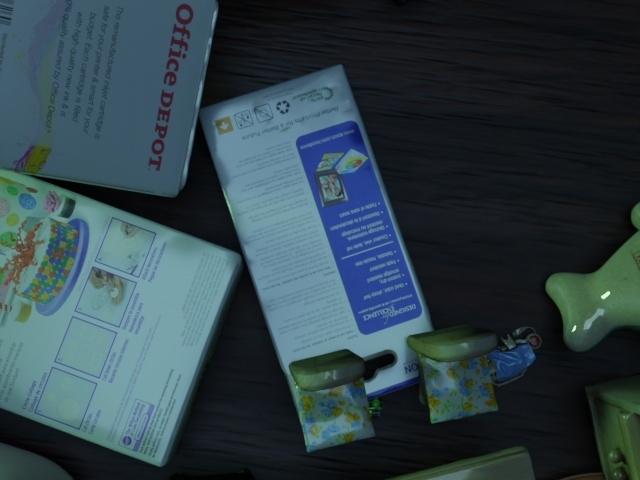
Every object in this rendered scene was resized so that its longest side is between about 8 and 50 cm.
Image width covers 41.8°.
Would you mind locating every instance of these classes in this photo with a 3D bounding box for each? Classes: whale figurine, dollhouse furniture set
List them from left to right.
[{"bbox_3d":[0.196,0.262,0.786,0.394,0.256,0.362,-12,89,-6],"label":"dollhouse furniture set"},{"bbox_3d":[0.398,0.053,0.933,0.272,0.141,0.216,-23,50,15],"label":"whale figurine"}]

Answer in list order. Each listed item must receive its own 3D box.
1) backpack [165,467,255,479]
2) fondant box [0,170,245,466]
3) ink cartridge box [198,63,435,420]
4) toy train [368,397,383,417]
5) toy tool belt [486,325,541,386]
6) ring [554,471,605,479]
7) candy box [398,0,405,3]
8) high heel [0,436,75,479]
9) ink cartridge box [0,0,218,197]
[{"bbox_3d":[-0.122,0.294,0.890,0.104,0.114,0.084,-3,84,-3],"label":"backpack"},{"bbox_3d":[-0.276,0.074,0.920,0.330,0.096,0.238,20,83,0],"label":"fondant box"},{"bbox_3d":[0.000,0.000,0.951,0.175,0.069,0.371,-18,82,-4],"label":"ink cartridge box"},{"bbox_3d":[0.030,0.192,0.955,0.083,0.017,0.024,-1,93,-2],"label":"toy train"},{"bbox_3d":[0.219,0.131,0.949,0.083,0.051,0.052,-29,85,-5],"label":"toy tool belt"},{"bbox_3d":[0.314,0.428,0.930,0.336,0.032,0.337,0,84,-3],"label":"ring"},{"bbox_3d":[0.122,-0.486,0.979,0.317,0.122,0.268,-44,85,-4],"label":"candy box"},{"bbox_3d":[-0.387,0.275,0.919,0.377,0.181,0.127,50,48,-10],"label":"high heel"},{"bbox_3d":[-0.283,-0.182,0.857,0.306,0.131,0.226,10,97,-27],"label":"ink cartridge box"}]
